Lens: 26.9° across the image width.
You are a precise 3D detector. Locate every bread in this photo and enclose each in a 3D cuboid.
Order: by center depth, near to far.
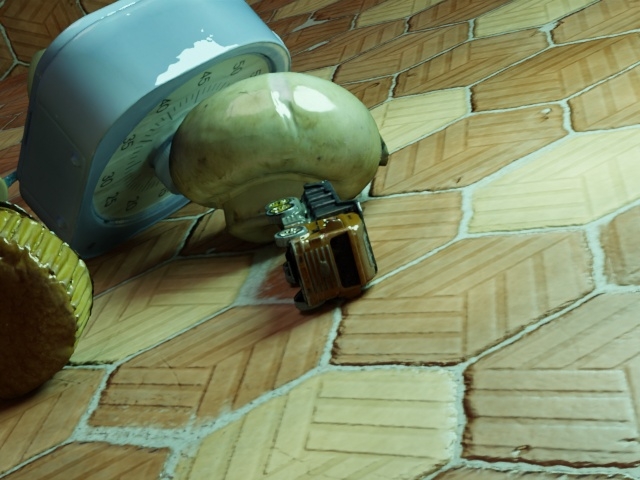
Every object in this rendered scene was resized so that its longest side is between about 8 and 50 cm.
[{"bbox_3d":[-0.336,0.067,1.374,0.199,0.199,0.104,-19,22,7],"label":"bread"}]

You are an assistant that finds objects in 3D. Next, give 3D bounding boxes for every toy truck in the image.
[{"bbox_3d":[0.000,0.000,1.374,0.092,0.083,0.192,-17,17,-2],"label":"toy truck"}]

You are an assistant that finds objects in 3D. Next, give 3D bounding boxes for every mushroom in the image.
[{"bbox_3d":[-0.045,-0.096,1.540,0.255,0.255,0.184,-13,63,25],"label":"mushroom"}]

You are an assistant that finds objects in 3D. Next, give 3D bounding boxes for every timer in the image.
[{"bbox_3d":[-0.188,-0.159,1.702,0.395,0.173,0.395,-39,-15,-13],"label":"timer"}]

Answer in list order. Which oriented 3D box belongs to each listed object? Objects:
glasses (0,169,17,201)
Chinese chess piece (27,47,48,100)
[{"bbox_3d":[-0.574,-0.083,2.339,0.190,0.088,0.220,-14,-1,25],"label":"glasses"},{"bbox_3d":[-0.302,-0.250,2.194,0.349,0.146,0.349,-6,3,0],"label":"Chinese chess piece"}]
